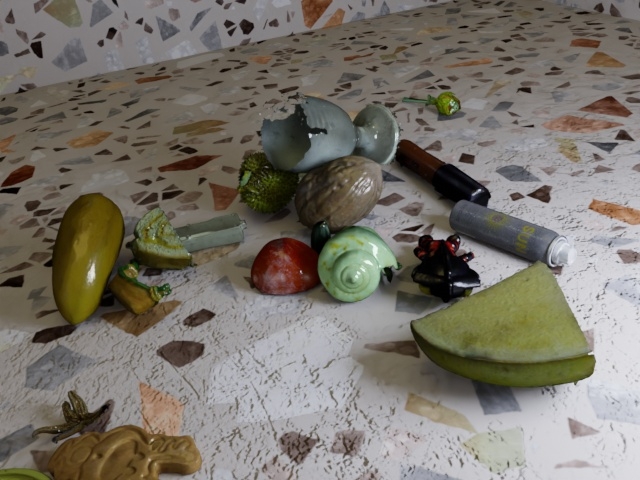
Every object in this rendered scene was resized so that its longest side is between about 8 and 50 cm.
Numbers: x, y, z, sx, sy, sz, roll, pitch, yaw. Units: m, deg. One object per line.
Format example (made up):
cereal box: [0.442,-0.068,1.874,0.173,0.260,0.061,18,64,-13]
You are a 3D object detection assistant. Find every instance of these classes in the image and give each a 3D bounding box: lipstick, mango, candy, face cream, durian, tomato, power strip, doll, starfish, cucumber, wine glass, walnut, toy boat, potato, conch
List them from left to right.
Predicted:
starfish: [-0.391,0.292,1.051,0.130,0.041,0.133,-14,26,15]
mango: [-0.501,0.019,1.398,0.142,0.195,0.331,9,29,-18]
toy boat: [-0.381,0.093,1.339,0.088,0.089,0.229,-40,30,-21]
power strip: [-0.315,-0.005,1.535,0.286,0.048,0.080,-12,29,-8]
durian: [-0.131,-0.141,1.638,0.159,0.146,0.198,7,35,-7]
tomato: [-0.072,0.043,1.358,0.159,0.091,0.139,1,33,11]
cucumber: [0.000,0.000,1.406,0.048,0.105,0.048,-2,40,1]
wine glass: [0.025,-0.259,1.600,0.357,0.190,0.190,-4,22,-42]
walnut: [0.046,-0.108,1.485,0.230,0.178,0.178,-34,21,25]
conch: [0.085,0.035,1.332,0.143,0.137,0.250,-25,3,24]
candy: [0.360,-0.461,2.145,0.073,0.077,0.262,-39,32,-18]
lipstick: [0.293,-0.177,1.659,0.077,0.077,0.418,-17,30,-15]
doll: [0.247,0.055,1.281,0.127,0.088,0.248,-25,19,11]
potato: [0.280,0.158,1.067,0.255,0.112,0.269,-8,27,6]
face cream: [0.401,-0.013,1.361,0.073,0.073,0.283,-28,37,-31]

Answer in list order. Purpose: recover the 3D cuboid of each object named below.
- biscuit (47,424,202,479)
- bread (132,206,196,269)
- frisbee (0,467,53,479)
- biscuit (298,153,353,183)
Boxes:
biscuit: [-0.299,0.338,0.972,0.236,0.040,0.144,5,27,17]
bread: [-0.356,0.016,1.431,0.110,0.103,0.156,-32,68,-17]
frisbee: [-0.475,0.413,0.895,0.236,0.017,0.236,-6,31,4]
biscuit: [0.000,-0.198,1.789,0.250,0.046,0.147,-5,32,3]
